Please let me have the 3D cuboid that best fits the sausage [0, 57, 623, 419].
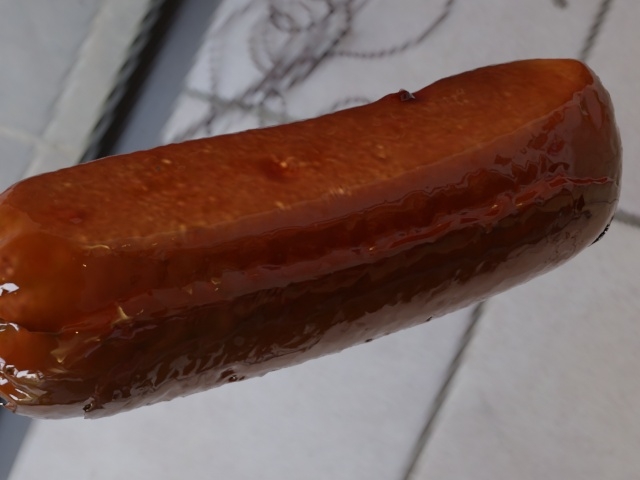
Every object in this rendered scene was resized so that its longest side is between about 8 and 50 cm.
[{"bbox_3d":[0.000,0.000,0.801,0.102,0.330,0.102,32,130,48],"label":"sausage"}]
